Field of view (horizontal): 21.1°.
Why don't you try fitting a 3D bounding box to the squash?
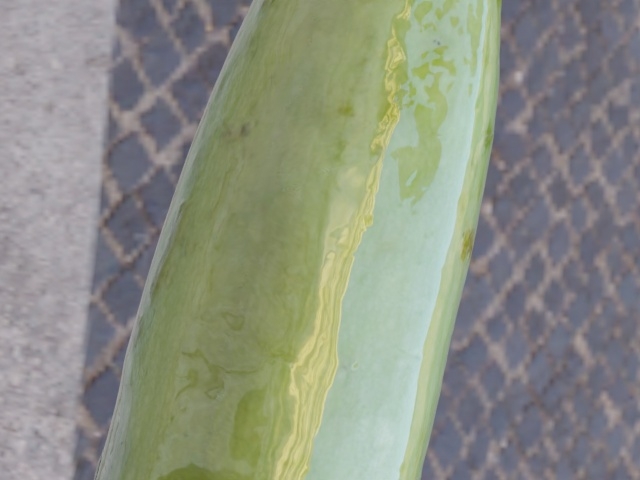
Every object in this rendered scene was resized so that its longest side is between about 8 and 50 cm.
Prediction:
[{"bbox_3d":[-0.003,0.000,0.619,0.118,0.118,0.370,12,92,-43],"label":"squash"}]
